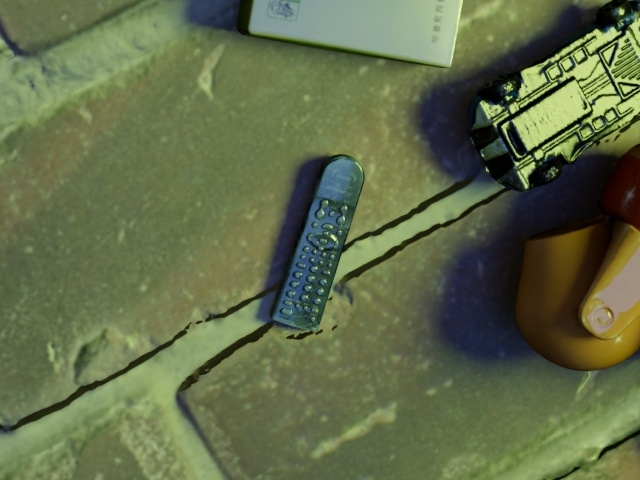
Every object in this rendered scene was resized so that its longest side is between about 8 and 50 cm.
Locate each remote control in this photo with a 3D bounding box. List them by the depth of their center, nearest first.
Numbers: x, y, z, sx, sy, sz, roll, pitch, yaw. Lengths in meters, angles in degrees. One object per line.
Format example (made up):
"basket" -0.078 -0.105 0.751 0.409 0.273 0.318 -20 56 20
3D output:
"remote control" 0.000 0.001 1.445 0.043 0.027 0.153 16 96 -20

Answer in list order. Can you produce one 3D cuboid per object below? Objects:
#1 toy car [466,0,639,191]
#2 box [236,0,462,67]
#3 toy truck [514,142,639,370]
"toy car" 0.218 -0.128 1.455 0.216 0.063 0.103 -33 104 -12
"box" 0.041 -0.282 1.393 0.175 0.062 0.261 8 97 -13
"toy truck" 0.309 0.042 1.438 0.265 0.189 0.239 38 94 -2
